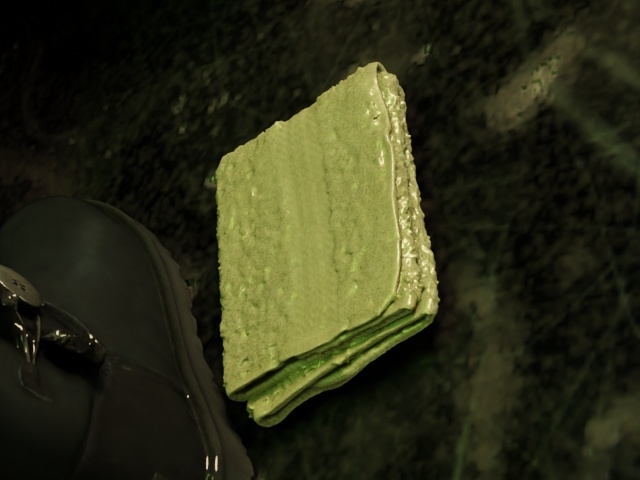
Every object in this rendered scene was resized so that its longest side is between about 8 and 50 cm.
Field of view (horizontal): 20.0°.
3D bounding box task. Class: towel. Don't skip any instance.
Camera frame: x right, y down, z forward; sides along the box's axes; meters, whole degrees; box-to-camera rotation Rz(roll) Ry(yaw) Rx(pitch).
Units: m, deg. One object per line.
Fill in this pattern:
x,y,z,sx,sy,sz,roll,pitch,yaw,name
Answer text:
0.000,0.000,0.791,0.110,0.027,0.148,-30,47,26,towel

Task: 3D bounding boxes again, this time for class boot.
-0.147,0.022,0.777,0.094,0.207,0.246,-45,41,11,boot
